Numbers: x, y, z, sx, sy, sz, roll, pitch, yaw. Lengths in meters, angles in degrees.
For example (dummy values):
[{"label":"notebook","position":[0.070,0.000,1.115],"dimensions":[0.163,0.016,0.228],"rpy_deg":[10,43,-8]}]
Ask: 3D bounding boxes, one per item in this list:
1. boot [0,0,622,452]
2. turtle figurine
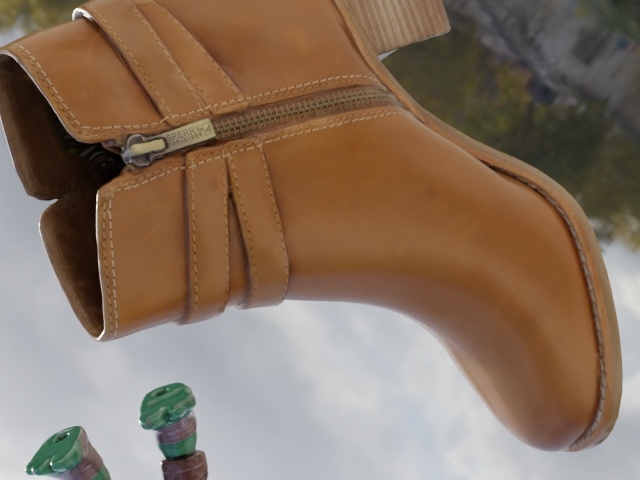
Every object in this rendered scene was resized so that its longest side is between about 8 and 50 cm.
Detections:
[{"label":"boot","position":[0.000,0.000,0.667],"dimensions":[0.220,0.109,0.283],"rpy_deg":[-26,-86,-37]},{"label":"turtle figurine","position":[-0.091,0.219,1.012],"dimensions":[0.234,0.175,0.118],"rpy_deg":[65,162,-16]}]
